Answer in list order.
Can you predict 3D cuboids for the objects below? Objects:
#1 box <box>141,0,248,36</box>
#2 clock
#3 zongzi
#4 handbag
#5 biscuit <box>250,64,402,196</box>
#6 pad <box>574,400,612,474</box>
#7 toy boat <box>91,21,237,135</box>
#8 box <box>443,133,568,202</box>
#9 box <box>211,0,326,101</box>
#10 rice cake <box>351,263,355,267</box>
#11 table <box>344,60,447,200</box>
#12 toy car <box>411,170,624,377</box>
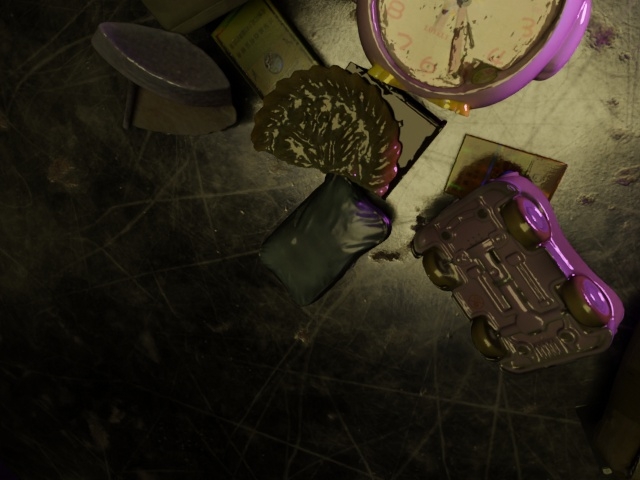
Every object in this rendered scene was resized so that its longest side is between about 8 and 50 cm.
[{"bbox_3d":[-0.216,-0.505,0.769,0.232,0.155,0.149,-13,141,26],"label":"box"},{"bbox_3d":[0.240,-0.414,0.648,0.369,0.250,0.376,26,120,5],"label":"clock"},{"bbox_3d":[0.760,0.306,0.773,0.394,0.174,0.355,9,106,13],"label":"zongzi"},{"bbox_3d":[0.002,-0.002,0.945,0.191,0.075,0.332,50,119,9],"label":"handbag"},{"bbox_3d":[0.012,-0.199,0.720,0.274,0.036,0.187,19,113,11],"label":"biscuit"},{"bbox_3d":[0.656,0.436,0.939,0.116,0.004,0.193,-22,100,21],"label":"pad"},{"bbox_3d":[-0.306,-0.310,0.886,0.277,0.293,0.110,14,71,-3],"label":"toy boat"},{"bbox_3d":[0.357,-0.122,0.829,0.193,0.030,0.121,20,113,10],"label":"box"},{"bbox_3d":[-0.099,-0.378,0.863,0.141,0.064,0.220,-36,96,22],"label":"box"},{"bbox_3d":[0.090,0.008,0.956,0.022,0.022,0.121,32,115,16],"label":"rice cake"},{"bbox_3d":[0.109,-0.214,0.797,0.193,0.169,0.172,38,114,3],"label":"table"},{"bbox_3d":[0.374,0.055,0.802,0.242,0.227,0.335,-42,76,42],"label":"toy car"}]
